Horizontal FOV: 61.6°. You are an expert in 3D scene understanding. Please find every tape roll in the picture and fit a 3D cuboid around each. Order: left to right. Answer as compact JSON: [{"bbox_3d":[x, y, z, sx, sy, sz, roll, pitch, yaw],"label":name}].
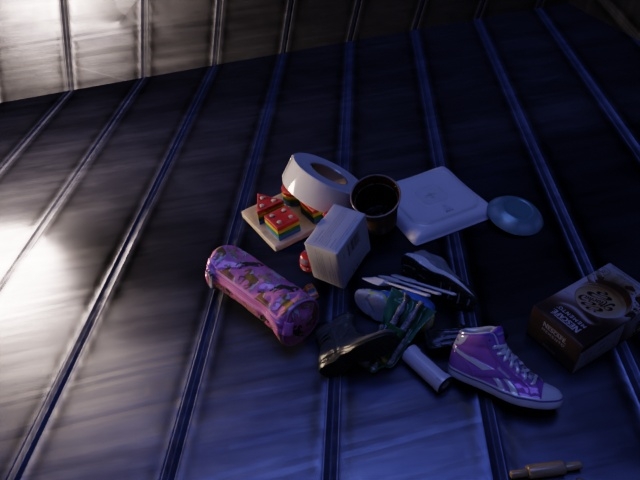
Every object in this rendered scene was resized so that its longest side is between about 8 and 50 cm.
[{"bbox_3d":[0.010,-0.200,1.908,0.287,0.100,0.286,23,24,-11],"label":"tape roll"}]

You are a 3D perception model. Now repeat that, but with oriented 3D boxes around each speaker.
[{"bbox_3d":[0.278,0.335,1.410,0.055,0.055,0.136,-29,46,-23],"label":"speaker"}]

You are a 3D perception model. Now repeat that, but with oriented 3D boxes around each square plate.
[{"bbox_3d":[0.402,-0.147,1.943,0.348,0.049,0.344,-20,43,-15],"label":"square plate"}]

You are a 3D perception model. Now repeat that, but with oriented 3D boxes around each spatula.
[{"bbox_3d":[0.257,0.133,1.568,0.168,0.019,0.242,4,9,-42],"label":"spatula"}]

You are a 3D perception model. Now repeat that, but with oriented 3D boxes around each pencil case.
[{"bbox_3d":[-0.177,0.155,1.593,0.386,0.160,0.167,30,61,33],"label":"pencil case"}]

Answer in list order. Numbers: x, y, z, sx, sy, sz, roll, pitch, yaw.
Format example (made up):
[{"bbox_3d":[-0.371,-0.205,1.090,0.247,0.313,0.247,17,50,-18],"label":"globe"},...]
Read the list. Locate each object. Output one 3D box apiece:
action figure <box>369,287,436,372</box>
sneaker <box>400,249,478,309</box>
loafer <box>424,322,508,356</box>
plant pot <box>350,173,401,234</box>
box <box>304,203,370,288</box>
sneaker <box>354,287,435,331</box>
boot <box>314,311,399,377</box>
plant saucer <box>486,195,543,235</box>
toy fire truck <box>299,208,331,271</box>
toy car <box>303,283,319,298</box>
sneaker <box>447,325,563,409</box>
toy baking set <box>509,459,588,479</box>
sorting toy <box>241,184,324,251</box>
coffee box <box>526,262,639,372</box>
[{"bbox_3d":[0.197,0.256,1.452,0.137,0.063,0.232,27,81,20],"label":"action figure"},{"bbox_3d":[0.371,0.105,1.628,0.108,0.100,0.272,-24,45,-30],"label":"sneaker"},{"bbox_3d":[0.394,0.259,1.464,0.224,0.076,0.078,-9,49,3],"label":"loafer"},{"bbox_3d":[0.193,-0.108,1.815,0.167,0.165,0.166,-5,61,9],"label":"plant pot"},{"bbox_3d":[0.058,0.018,1.684,0.119,0.181,0.181,20,57,26],"label":"box"},{"bbox_3d":[0.225,0.185,1.576,0.240,0.091,0.126,23,37,19],"label":"sneaker"},{"bbox_3d":[0.086,0.251,1.447,0.247,0.083,0.161,-29,39,21],"label":"boot"},{"bbox_3d":[0.670,-0.098,1.835,0.195,0.037,0.194,4,47,-4],"label":"plant saucer"},{"bbox_3d":[0.000,0.000,1.761,0.047,0.135,0.192,24,49,30],"label":"toy fire truck"},{"bbox_3d":[-0.068,0.159,1.662,0.122,0.040,0.060,-8,42,-3],"label":"toy car"},{"bbox_3d":[0.464,0.303,1.328,0.282,0.160,0.102,17,13,23],"label":"sneaker"},{"bbox_3d":[0.492,0.566,1.140,0.257,0.030,0.196,-4,42,2],"label":"toy baking set"},{"bbox_3d":[-0.120,-0.111,1.936,0.257,0.089,0.255,-27,45,-21],"label":"sorting toy"},{"bbox_3d":[0.733,0.204,1.451,0.297,0.118,0.168,-24,45,-19],"label":"coffee box"}]
